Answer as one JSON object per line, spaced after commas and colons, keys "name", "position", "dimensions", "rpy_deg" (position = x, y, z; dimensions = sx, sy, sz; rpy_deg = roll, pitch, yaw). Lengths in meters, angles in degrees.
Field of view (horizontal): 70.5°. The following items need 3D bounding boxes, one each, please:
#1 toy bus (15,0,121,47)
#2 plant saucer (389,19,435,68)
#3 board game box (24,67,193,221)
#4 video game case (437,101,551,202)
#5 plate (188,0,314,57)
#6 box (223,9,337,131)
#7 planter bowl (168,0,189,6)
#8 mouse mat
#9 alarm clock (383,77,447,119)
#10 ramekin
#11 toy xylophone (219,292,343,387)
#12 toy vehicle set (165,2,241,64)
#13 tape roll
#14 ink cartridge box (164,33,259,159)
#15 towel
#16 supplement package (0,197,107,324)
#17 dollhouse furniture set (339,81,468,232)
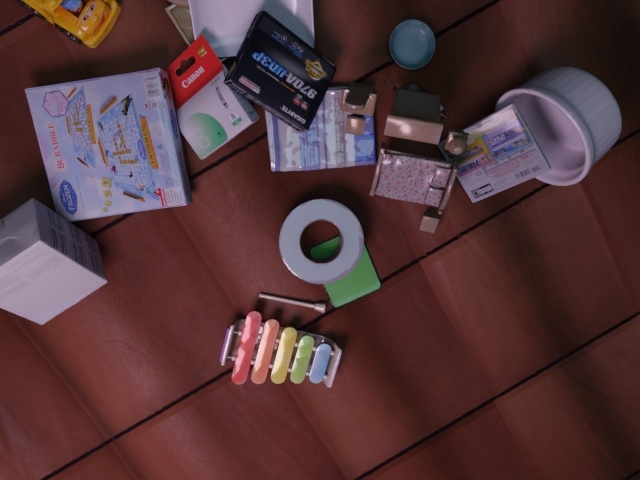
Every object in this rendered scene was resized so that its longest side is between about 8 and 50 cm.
{"name": "toy bus", "position": [-0.571, -0.545, 0.962], "dimensions": [0.220, 0.211, 0.149], "rpy_deg": [35, 93, -12]}
{"name": "plant saucer", "position": [0.231, -0.496, 1.154], "dimensions": [0.119, 0.021, 0.119], "rpy_deg": [-1, 99, -6]}
{"name": "board game box", "position": [-0.496, -0.220, 1.082], "dimensions": [0.318, 0.066, 0.318], "rpy_deg": [-7, 100, 2]}
{"name": "video game case", "position": [0.438, -0.217, 1.158], "dimensions": [0.212, 0.023, 0.193], "rpy_deg": [-25, 106, 41]}
{"name": "plate", "position": [-0.155, -0.556, 1.001], "dimensions": [0.277, 0.045, 0.278], "rpy_deg": [-6, 132, -5]}
{"name": "box", "position": [-0.088, -0.383, 1.046], "dimensions": [0.220, 0.051, 0.175], "rpy_deg": [27, 87, -32]}
{"name": "planter bowl", "position": [-0.310, -0.628, 1.005], "dimensions": [0.162, 0.109, 0.162], "rpy_deg": [0, 84, 3]}
{"name": "mouse mat", "position": [0.069, 0.077, 1.241], "dimensions": [0.153, 0.007, 0.189], "rpy_deg": [-23, 102, -2]}
{"name": "alarm clock", "position": [0.229, -0.342, 1.131], "dimensions": [0.192, 0.129, 0.064], "rpy_deg": [42, 95, 8]}
{"name": "ramekin", "position": [0.578, -0.283, 1.107], "dimensions": [0.135, 0.277, 0.277], "rpy_deg": [-37, 102, -7]}
{"name": "toy xylophone", "position": [-0.101, 0.272, 1.217], "dimensions": [0.323, 0.081, 0.236], "rpy_deg": [6, 98, -8]}
{"name": "toy vehicle set", "position": [-0.210, -0.545, 1.089], "dimensions": [0.267, 0.035, 0.166], "rpy_deg": [-32, 101, 0]}
{"name": "tape roll", "position": [0.000, 0.000, 1.181], "dimensions": [0.219, 0.072, 0.219], "rpy_deg": [-1, 96, -6]}
{"name": "ink cartridge box", "position": [-0.279, -0.333, 1.071], "dimensions": [0.181, 0.056, 0.224], "rpy_deg": [-27, 106, 30]}
{"name": "towel", "position": [0.001, -0.287, 1.159], "dimensions": [0.285, 0.034, 0.209], "rpy_deg": [-4, 101, -6]}
{"name": "supplement package", "position": [-0.648, 0.053, 1.038], "dimensions": [0.194, 0.149, 0.203], "rpy_deg": [-33, 145, -1]}
{"name": "dollhouse furniture set", "position": [0.173, -0.158, 1.084], "dimensions": [0.303, 0.174, 0.355], "rpy_deg": [12, 128, 6]}
